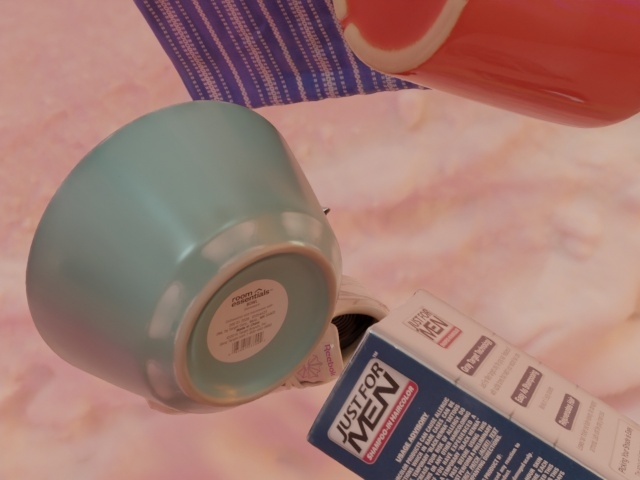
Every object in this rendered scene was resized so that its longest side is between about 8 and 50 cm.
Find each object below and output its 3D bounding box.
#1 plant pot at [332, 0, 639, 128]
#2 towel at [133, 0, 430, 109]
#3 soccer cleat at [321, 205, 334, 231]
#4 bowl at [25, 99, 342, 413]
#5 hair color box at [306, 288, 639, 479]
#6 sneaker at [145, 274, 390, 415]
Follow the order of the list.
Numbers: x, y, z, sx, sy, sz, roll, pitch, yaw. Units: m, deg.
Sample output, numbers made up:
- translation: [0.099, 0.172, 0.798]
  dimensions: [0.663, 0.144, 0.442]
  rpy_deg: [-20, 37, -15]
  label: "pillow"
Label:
- translation: [0.160, -0.237, 1.052]
  dimensions: [0.243, 0.275, 0.274]
  rpy_deg: [-2, 122, -35]
  label: "plant pot"
- translation: [-0.026, -0.235, 1.319]
  dimensions: [0.336, 0.040, 0.243]
  rpy_deg: [-6, 144, 18]
  label: "towel"
- translation: [0.000, 0.000, 1.363]
  dimensions: [0.036, 0.083, 0.029]
  rpy_deg: [-10, 166, 22]
  label: "soccer cleat"
- translation: [-0.100, 0.041, 1.122]
  dimensions: [0.312, 0.163, 0.311]
  rpy_deg: [-25, 135, -28]
  label: "bowl"
- translation: [0.178, 0.181, 0.885]
  dimensions: [0.347, 0.174, 0.105]
  rpy_deg: [33, 105, 11]
  label: "hair color box"
- translation: [-0.057, 0.122, 1.362]
  dimensions: [0.305, 0.152, 0.114]
  rpy_deg: [-22, 110, -17]
  label: "sneaker"
